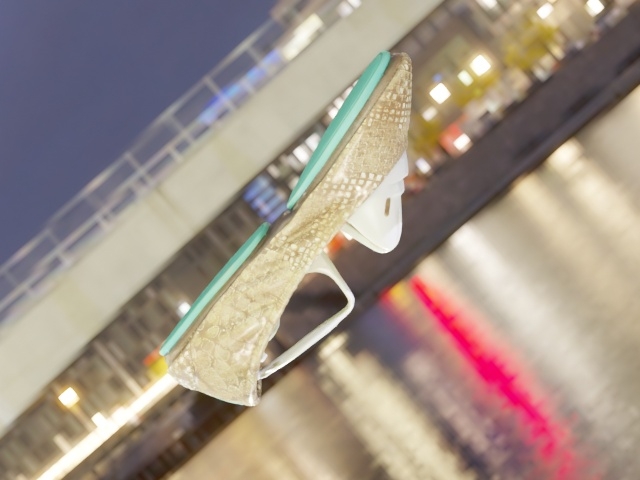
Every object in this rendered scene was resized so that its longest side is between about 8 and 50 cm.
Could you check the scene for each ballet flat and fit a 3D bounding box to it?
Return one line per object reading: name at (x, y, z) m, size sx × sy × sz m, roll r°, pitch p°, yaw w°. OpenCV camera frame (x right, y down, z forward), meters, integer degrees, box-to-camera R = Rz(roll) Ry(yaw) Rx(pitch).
ballet flat at (0.000, 0.000, 0.873) m, size 0.206 × 0.067 × 0.073 m, roll -53°, pitch 5°, yaw 14°
